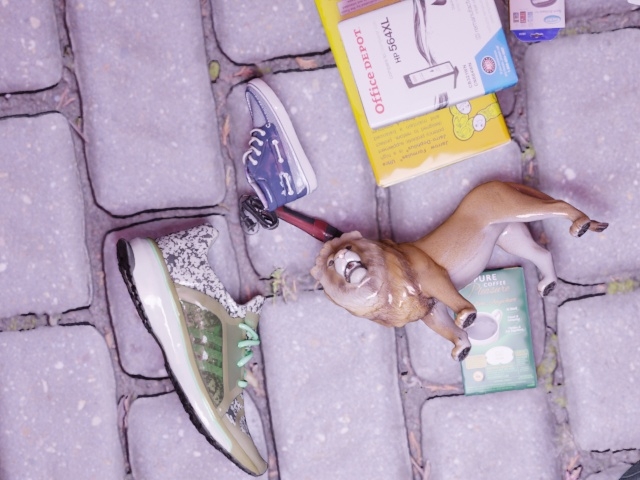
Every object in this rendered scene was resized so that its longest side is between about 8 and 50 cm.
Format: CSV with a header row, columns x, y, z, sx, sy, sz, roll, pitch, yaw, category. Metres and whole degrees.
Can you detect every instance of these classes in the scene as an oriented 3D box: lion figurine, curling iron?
x,y,z,sx,sy,sz,roll,pitch,yaw,category
0.198,0.014,1.896,0.392,0.142,0.240,-31,54,-21,lion figurine
0.000,0.000,1.967,0.274,0.035,0.068,22,59,-1,curling iron

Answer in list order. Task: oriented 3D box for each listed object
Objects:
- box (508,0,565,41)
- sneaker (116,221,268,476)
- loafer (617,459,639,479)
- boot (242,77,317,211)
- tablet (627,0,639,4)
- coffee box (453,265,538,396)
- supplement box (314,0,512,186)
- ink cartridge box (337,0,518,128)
x,y,z,sx,sy,sz,roll,pitch,yaw,category
0.315,-0.360,1.923,0.081,0.028,0.136,-2,92,5,box
-0.145,0.153,1.951,0.182,0.158,0.410,-26,97,-11,sneaker
0.557,0.319,1.919,0.267,0.096,0.084,-37,96,4,loafer
-0.082,-0.140,1.939,0.086,0.069,0.190,-28,92,-20,boot
0.494,-0.365,1.918,0.083,0.006,0.054,13,95,3,tablet
0.257,0.133,1.955,0.113,0.040,0.184,-9,94,7,coffee box
0.119,-0.273,1.862,0.195,0.194,0.356,-19,93,6,supplement box
0.139,-0.243,1.721,0.203,0.086,0.148,-18,93,5,ink cartridge box
